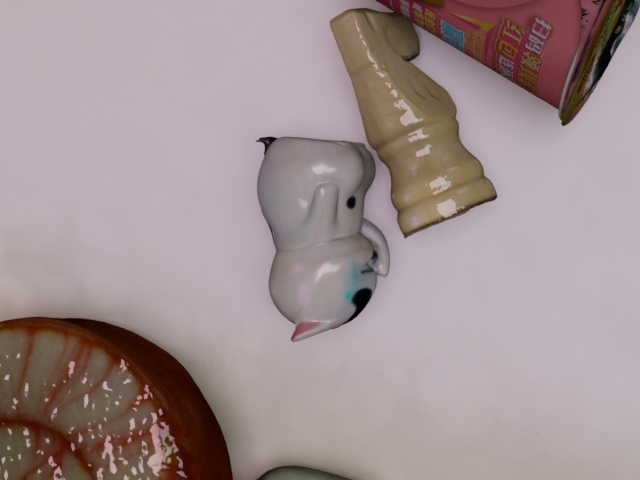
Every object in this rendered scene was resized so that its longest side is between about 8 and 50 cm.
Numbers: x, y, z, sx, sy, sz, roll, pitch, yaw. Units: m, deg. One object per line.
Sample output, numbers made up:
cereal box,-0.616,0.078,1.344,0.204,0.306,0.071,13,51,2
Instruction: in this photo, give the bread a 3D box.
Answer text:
bread,-0.227,0.227,1.053,0.295,0.114,0.327,-12,85,15

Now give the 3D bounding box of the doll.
doll,0.002,-0.007,1.053,0.107,0.110,0.180,-8,90,14

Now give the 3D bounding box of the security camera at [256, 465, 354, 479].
security camera,0.065,0.299,1.071,0.302,0.080,0.157,15,92,2

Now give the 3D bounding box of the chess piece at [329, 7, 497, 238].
chess piece,0.077,-0.111,1.056,0.090,0.090,0.200,-23,88,5

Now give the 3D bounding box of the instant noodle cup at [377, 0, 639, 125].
instant noodle cup,0.141,-0.248,0.991,0.255,0.244,0.244,27,93,13
